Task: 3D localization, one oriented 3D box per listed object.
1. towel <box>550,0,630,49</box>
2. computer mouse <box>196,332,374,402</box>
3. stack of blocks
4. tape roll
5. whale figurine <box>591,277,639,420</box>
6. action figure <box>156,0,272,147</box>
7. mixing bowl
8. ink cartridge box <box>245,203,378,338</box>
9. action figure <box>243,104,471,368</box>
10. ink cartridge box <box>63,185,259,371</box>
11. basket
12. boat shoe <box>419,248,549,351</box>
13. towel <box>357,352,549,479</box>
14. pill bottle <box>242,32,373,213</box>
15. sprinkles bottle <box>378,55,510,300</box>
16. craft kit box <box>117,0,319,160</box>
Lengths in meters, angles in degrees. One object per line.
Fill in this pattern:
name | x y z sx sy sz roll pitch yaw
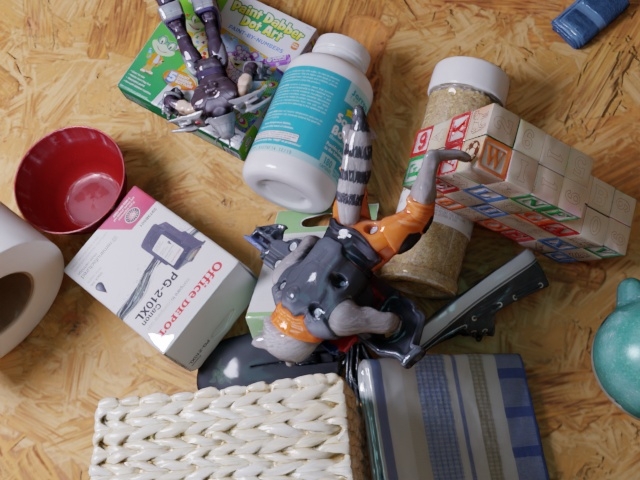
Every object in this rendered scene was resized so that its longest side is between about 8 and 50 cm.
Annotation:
towel | 0.437 -0.366 1.324 0.119 0.029 0.067 -40 74 -6
computer mouse | -0.058 0.174 1.204 0.272 0.072 0.188 -16 72 2
stack of blocks | 0.284 -0.066 1.109 0.297 0.171 0.087 23 75 -23
tape roll | -0.529 0.054 1.211 0.169 0.246 0.246 36 81 16
whale figurine | 0.498 0.124 1.111 0.272 0.141 0.216 -41 73 -6
action figure | -0.175 -0.275 1.291 0.185 0.099 0.284 -16 76 -5
mixing bowl | -0.379 -0.081 1.305 0.182 0.098 0.181 -3 71 9
ink cartridge box | -0.002 0.044 1.210 0.171 0.056 0.235 -4 39 15
action figure | 0.000 0.000 1.051 0.341 0.179 0.330 25 89 38
ink cartridge box | -0.234 0.055 1.225 0.237 0.100 0.172 33 80 27
basket | -0.096 0.334 1.029 0.329 0.331 0.266 -7 71 6
boat shoe | 0.233 0.105 1.191 0.229 0.080 0.076 -35 84 -9
towel | 0.180 0.254 1.093 0.285 0.034 0.209 2 70 -31
pill bottle | -0.009 -0.185 1.261 0.146 0.146 0.264 18 73 12
sprinkles bottle | 0.188 -0.094 1.226 0.121 0.121 0.355 14 76 11
craft kit box | -0.168 -0.294 1.369 0.250 0.061 0.246 28 76 14
